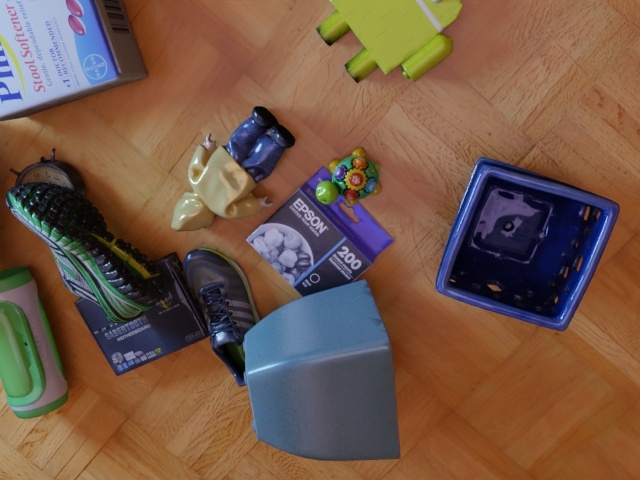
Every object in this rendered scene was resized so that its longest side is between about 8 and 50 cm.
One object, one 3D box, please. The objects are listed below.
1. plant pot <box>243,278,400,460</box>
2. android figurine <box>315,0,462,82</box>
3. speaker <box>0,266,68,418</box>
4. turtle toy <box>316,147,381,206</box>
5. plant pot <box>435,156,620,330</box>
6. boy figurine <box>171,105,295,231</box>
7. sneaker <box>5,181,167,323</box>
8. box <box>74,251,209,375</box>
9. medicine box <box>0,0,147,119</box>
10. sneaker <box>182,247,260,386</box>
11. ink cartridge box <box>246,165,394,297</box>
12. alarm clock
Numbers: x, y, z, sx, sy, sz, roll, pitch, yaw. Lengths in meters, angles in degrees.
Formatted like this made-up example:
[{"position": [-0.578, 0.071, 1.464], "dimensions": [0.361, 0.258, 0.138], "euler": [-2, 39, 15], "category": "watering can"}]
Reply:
[{"position": [-0.008, 0.248, 1.274], "dimensions": [0.252, 0.247, 0.248], "euler": [-9, 113, -4], "category": "plant pot"}, {"position": [0.133, -0.409, 1.221], "dimensions": [0.272, 0.056, 0.248], "euler": [-35, 98, 16], "category": "android figurine"}, {"position": [-0.618, 0.211, 1.447], "dimensions": [0.131, 0.131, 0.297], "euler": [-9, 104, 10], "category": "speaker"}, {"position": [0.052, -0.108, 1.298], "dimensions": [0.130, 0.066, 0.095], "euler": [-26, 98, 5], "category": "turtle toy"}, {"position": [0.342, -0.011, 1.219], "dimensions": [0.235, 0.212, 0.236], "euler": [18, 107, 2], "category": "plant pot"}, {"position": [-0.170, -0.112, 1.321], "dimensions": [0.177, 0.092, 0.285], "euler": [42, 107, -5], "category": "boy figurine"}, {"position": [-0.463, 0.029, 1.316], "dimensions": [0.343, 0.134, 0.146], "euler": [45, 116, -4], "category": "sneaker"}, {"position": [-0.359, 0.152, 1.432], "dimensions": [0.232, 0.059, 0.184], "euler": [-24, 100, 13], "category": "box"}, {"position": [-0.504, -0.380, 1.260], "dimensions": [0.289, 0.149, 0.264], "euler": [-15, 103, 10], "category": "medicine box"}, {"position": [-0.181, 0.152, 1.376], "dimensions": [0.111, 0.121, 0.300], "euler": [-27, 100, 13], "category": "sneaker"}, {"position": [0.000, 0.000, 1.353], "dimensions": [0.208, 0.045, 0.206], "euler": [-43, 96, 14], "category": "ink cartridge box"}, {"position": [-0.525, -0.076, 1.389], "dimensions": [0.129, 0.064, 0.192], "euler": [-21, 99, 12], "category": "alarm clock"}]
